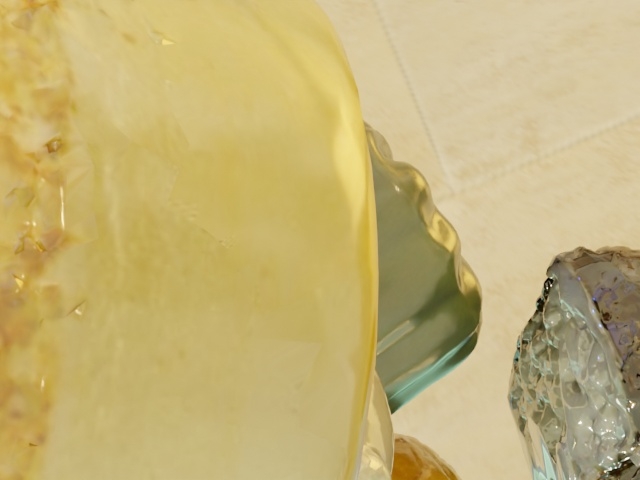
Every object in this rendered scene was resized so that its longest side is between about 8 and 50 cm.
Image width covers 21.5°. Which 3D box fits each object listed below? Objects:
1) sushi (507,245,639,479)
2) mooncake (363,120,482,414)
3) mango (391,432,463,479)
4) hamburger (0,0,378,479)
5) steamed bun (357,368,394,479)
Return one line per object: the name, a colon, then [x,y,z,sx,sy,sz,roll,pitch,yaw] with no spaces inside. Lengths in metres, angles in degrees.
sushi: [0.289,0.138,1.479,0.207,0.348,0.234,-13,70,-12]
mooncake: [0.000,0.000,1.499,0.187,0.351,0.351,-35,101,-11]
mango: [0.037,0.261,1.605,0.187,0.359,0.144,-15,88,-19]
hamburger: [-0.111,0.022,0.463,0.179,0.294,0.276,12,142,-26]
steamed bun: [-0.029,0.142,1.006,0.130,0.228,0.177,30,119,-5]
